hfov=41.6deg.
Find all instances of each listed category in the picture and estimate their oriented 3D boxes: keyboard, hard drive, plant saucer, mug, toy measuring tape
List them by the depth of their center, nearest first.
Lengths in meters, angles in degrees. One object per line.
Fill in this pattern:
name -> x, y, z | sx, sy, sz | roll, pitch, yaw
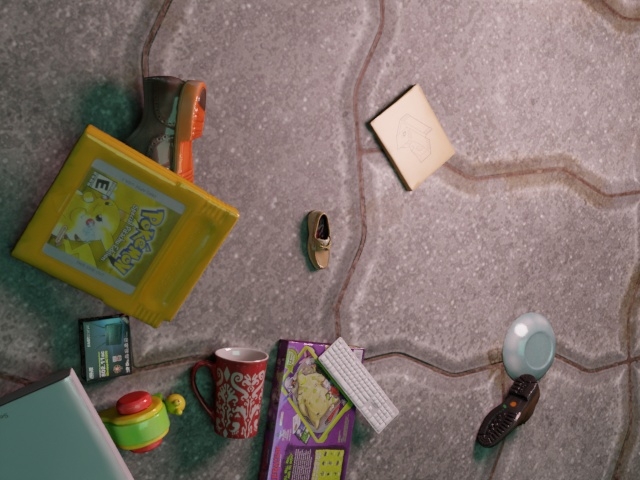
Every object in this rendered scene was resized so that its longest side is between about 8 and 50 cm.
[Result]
hard drive -> -0.491, 0.433, 1.563 | 0.233, 0.047, 0.353 | -23, 109, -3
toy measuring tape -> -0.407, 0.376, 1.622 | 0.330, 0.121, 0.121 | -20, 104, -28
mug -> -0.187, 0.318, 1.771 | 0.113, 0.150, 0.169 | -11, 107, -66
keyboard -> 0.089, 0.333, 1.920 | 0.072, 0.014, 0.256 | -45, 114, -20
plant saucer -> 0.569, 0.289, 2.239 | 0.195, 0.037, 0.194 | -2, 94, -31

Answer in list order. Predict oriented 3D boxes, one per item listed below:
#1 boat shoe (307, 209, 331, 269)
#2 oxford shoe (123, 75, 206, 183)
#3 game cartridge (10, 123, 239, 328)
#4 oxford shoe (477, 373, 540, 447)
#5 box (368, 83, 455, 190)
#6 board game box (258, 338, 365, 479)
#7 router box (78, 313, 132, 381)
boat shoe -> 0.000, 0.000, 1.873 | 0.050, 0.045, 0.135 | -13, 100, -29
oxford shoe -> -0.320, -0.142, 1.653 | 0.133, 0.130, 0.363 | 12, 95, 2
game cartridge -> -0.360, -0.015, 1.567 | 0.324, 0.052, 0.285 | 30, 102, -17
oxford shoe -> 0.500, 0.462, 2.189 | 0.227, 0.083, 0.096 | -43, 127, -14
box -> 0.219, -0.243, 1.999 | 0.164, 0.021, 0.201 | -42, 114, -21
board game box -> -0.020, 0.402, 1.894 | 0.208, 0.056, 0.346 | 10, 88, -35
router box -> -0.420, 0.208, 1.644 | 0.092, 0.038, 0.122 | -6, 97, -30
